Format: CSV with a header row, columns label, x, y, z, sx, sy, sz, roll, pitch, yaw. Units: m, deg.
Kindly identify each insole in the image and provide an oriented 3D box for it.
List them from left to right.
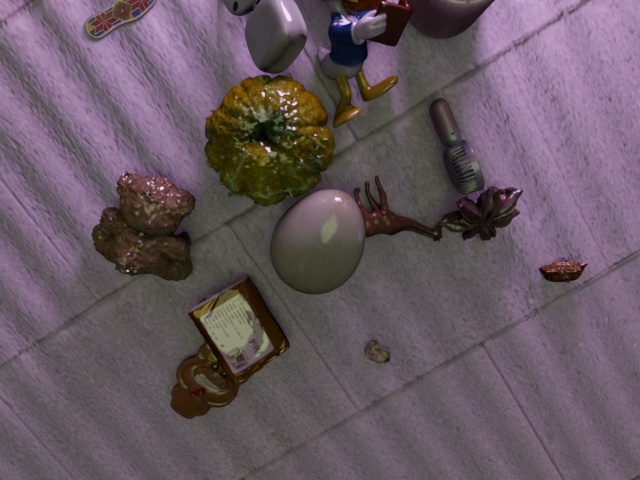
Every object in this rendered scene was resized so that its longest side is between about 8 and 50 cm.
label,x,y,z,sx,sy,sz,roll,pitch,yaw
insole,-0.460,-0.532,1.171,0.193,0.006,0.065,-29,103,4

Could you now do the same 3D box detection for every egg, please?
label,x,y,z,sx,sy,sz,roll,pitch,yaw
egg,0.000,0.000,1.196,0.219,0.218,0.295,25,134,-8

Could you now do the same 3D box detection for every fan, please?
label,x,y,z,sx,sy,sz,roll,pitch,yaw
fan,0.330,-0.230,1.233,0.074,0.130,0.244,-22,93,9

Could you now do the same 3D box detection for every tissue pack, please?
label,x,y,z,sx,sy,sz,roll,pitch,yaw
tissue pack,-0.210,0.226,1.307,0.183,0.092,0.226,-31,97,-12

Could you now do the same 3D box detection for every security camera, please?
label,x,y,z,sx,sy,sz,roll,pitch,yaw
security camera,-0.129,-0.518,1.112,0.157,0.080,0.301,-36,73,44

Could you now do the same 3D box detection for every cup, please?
label,x,y,z,sx,sy,sz,roll,pitch,yaw
cup,0.295,-0.595,1.058,0.208,0.273,0.288,25,103,-2

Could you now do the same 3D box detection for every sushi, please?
label,x,y,z,sx,sy,sz,roll,pitch,yaw
sushi,0.649,0.077,1.349,0.118,0.061,0.060,-14,116,2

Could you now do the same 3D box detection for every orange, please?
label,x,y,z,sx,sy,sz,roll,pitch,yaw
orange,-0.122,-0.230,1.155,0.301,0.223,0.300,-17,99,2

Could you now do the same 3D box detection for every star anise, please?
label,x,y,z,sx,sy,sz,roll,pitch,yaw
star anise,0.411,-0.071,1.256,0.197,0.073,0.212,-37,140,26

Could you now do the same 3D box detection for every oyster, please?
label,x,y,z,sx,sy,sz,roll,pitch,yaw
oyster,0.161,0.313,1.405,0.083,0.019,0.054,35,98,-8

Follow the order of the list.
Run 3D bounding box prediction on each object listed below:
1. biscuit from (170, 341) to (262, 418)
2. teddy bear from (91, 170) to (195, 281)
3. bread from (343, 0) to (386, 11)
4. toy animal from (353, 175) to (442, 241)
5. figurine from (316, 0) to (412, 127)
label,x,y,z,sx,sy,sz,roll,pitch,yaw
biscuit,-0.294,0.373,1.385,0.186,0.044,0.295,37,99,-8
teddy bear,-0.420,-0.037,1.222,0.267,0.156,0.256,20,100,-6
bread,0.041,-0.618,1.128,0.269,0.095,0.139,35,102,-15
toy animal,0.187,-0.059,1.295,0.224,0.066,0.229,-31,94,-13
figurine,0.055,-0.456,1.080,0.204,0.284,0.338,-46,109,-28
